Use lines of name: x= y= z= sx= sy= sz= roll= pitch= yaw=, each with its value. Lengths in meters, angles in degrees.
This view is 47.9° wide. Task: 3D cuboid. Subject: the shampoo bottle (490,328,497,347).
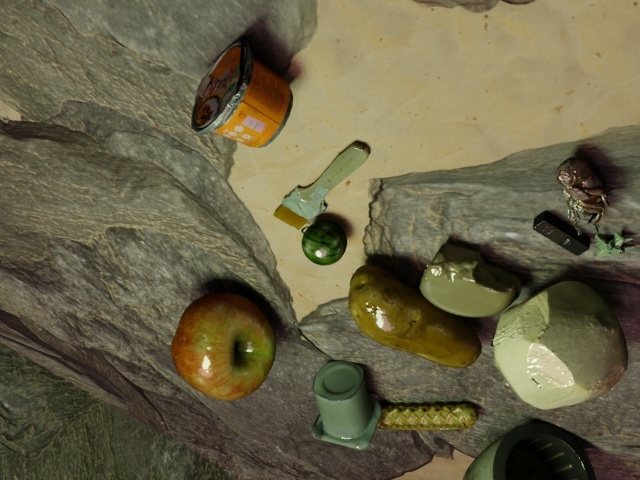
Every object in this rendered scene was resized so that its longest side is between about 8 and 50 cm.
shampoo bottle: x=0.512 y=0.254 z=1.620 sx=0.256 sy=0.078 sz=0.127 roll=17 pitch=146 yaw=11

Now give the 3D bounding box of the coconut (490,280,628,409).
coconut: x=0.479 y=0.206 z=1.425 sx=0.245 sy=0.245 sz=0.247 roll=29 pitch=146 yaw=-9

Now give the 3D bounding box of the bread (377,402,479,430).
bread: x=0.289 y=0.510 z=2.087 sx=0.367 sy=0.084 sz=0.077 roll=-14 pitch=89 yaw=39

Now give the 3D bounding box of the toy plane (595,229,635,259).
toy plane: x=0.535 y=0.012 z=1.326 sx=0.080 sy=0.033 sz=0.083 roll=14 pitch=147 yaw=-12

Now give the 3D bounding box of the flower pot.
flower pot: x=0.553 y=0.690 z=2.000 sx=0.293 sy=0.294 sz=0.330 roll=23 pitch=150 yaw=-1

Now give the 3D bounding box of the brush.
brush: x=0.001 y=-0.108 z=1.476 sx=0.085 sy=0.020 sz=0.336 roll=32 pitch=144 yaw=-12

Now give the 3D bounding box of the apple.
apple: x=-0.270 y=0.279 z=1.927 sx=0.250 sy=0.277 sz=0.309 roll=12 pitch=132 yaw=43

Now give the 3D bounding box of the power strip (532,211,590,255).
power strip: x=0.450 y=-0.012 z=1.344 sx=0.111 sy=0.029 sz=0.038 roll=29 pitch=144 yaw=-9

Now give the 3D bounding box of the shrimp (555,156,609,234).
shrimp: x=0.452 y=-0.072 z=1.234 sx=0.073 sy=0.075 sz=0.190 roll=-31 pitch=136 yaw=12

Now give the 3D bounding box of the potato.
potato: x=0.213 y=0.189 z=1.628 sx=0.369 sy=0.177 sz=0.195 roll=30 pitch=140 yaw=-19

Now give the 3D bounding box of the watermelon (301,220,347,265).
watermelon: x=0.003 y=0.004 z=1.555 sx=0.109 sy=0.109 sz=0.109 roll=15 pitch=144 yaw=11

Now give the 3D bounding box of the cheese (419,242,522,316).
cheese: x=0.314 y=0.089 z=1.504 sx=0.202 sy=0.091 sz=0.175 roll=15 pitch=144 yaw=9

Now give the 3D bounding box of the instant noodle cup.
instant noodle cup: x=-0.128 y=-0.242 z=1.262 sx=0.125 sy=0.208 sz=0.178 roll=25 pitch=105 yaw=-30

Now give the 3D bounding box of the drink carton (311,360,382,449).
drink carton: x=0.062 y=0.454 z=2.063 sx=0.185 sy=0.191 sz=0.190 roll=5 pitch=132 yaw=28
